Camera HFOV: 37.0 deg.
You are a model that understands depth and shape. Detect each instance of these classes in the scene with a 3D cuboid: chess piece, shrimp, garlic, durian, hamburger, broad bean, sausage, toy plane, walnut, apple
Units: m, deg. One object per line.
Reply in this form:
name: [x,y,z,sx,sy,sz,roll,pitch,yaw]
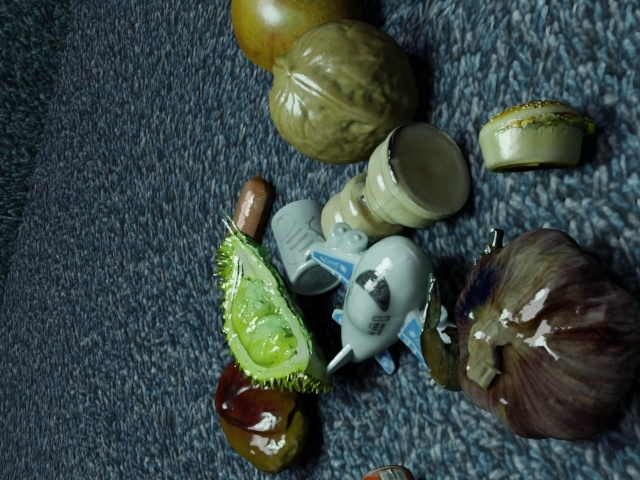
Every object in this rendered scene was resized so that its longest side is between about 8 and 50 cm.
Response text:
chess piece: [0.092,-0.059,1.407,0.261,0.142,0.143,-35,54,55]
shrimp: [0.183,0.083,1.209,0.051,0.150,0.217,10,84,48]
garlic: [0.244,0.106,1.088,0.245,0.160,0.245,-13,73,48]
durian: [-0.065,0.121,1.531,0.352,0.158,0.169,59,141,42]
hamburger: [0.262,-0.127,1.164,0.141,0.126,0.082,-6,86,60]
broad bean: [-0.091,0.285,1.590,0.156,0.122,0.228,-46,47,4]
sausage: [-0.131,-0.044,1.787,0.065,0.065,0.169,37,112,53]
toy plane: [0.081,0.094,1.350,0.267,0.122,0.267,28,134,33]
walnut: [0.031,-0.223,1.445,0.228,0.228,0.228,-20,66,53]
apple: [-0.038,-0.372,1.600,0.207,0.236,0.237,105,154,-51]

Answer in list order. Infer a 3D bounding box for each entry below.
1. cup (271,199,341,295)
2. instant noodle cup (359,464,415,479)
cup: [-0.010,0.000,1.558,0.136,0.099,0.133,-52,42,37]
instant noodle cup: [0.104,0.381,1.284,0.127,0.127,0.136,-60,31,28]
